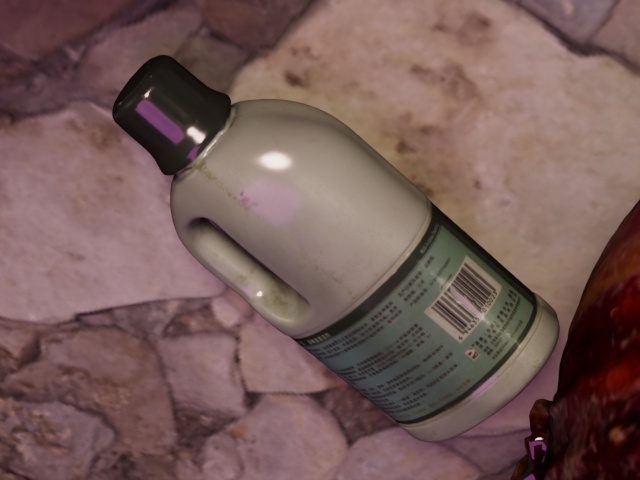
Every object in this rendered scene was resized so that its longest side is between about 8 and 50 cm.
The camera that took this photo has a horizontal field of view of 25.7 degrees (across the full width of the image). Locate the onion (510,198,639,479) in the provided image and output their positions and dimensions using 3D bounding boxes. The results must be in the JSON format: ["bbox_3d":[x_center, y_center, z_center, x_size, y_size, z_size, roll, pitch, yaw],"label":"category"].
[{"bbox_3d":[0.237,0.118,0.572,0.348,0.348,0.385,17,162,-4],"label":"onion"}]

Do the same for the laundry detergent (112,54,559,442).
[{"bbox_3d":[0.000,0.000,0.641,0.226,0.070,0.099,39,129,-19],"label":"laundry detergent"}]
